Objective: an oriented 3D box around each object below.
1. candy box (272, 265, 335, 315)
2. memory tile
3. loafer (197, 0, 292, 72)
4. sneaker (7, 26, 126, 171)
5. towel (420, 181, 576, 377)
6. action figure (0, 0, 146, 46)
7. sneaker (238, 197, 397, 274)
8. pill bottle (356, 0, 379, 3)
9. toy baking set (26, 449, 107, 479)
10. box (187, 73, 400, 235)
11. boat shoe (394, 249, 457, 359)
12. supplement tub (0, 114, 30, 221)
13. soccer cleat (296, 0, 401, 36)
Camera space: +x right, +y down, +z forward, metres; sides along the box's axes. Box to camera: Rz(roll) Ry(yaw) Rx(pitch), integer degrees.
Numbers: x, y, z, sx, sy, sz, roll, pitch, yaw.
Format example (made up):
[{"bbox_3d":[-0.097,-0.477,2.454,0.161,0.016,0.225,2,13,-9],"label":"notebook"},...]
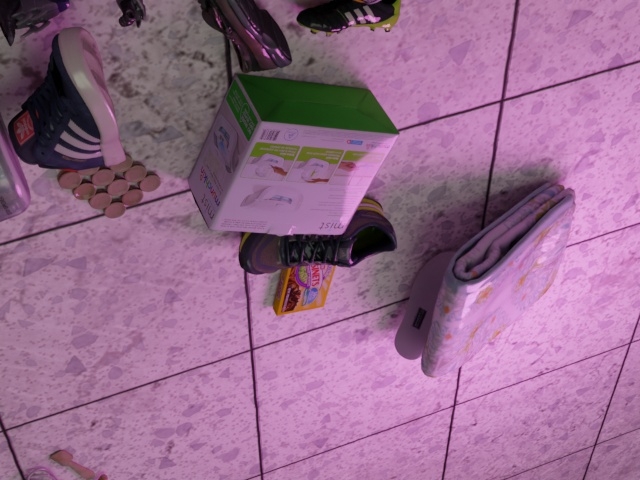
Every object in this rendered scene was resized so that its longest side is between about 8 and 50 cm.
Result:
[{"bbox_3d":[-0.023,0.059,2.160,0.105,0.027,0.205,-11,139,-25],"label":"candy box"},{"bbox_3d":[-0.333,-0.094,1.805,0.113,0.012,0.148,-37,142,11],"label":"memory tile"},{"bbox_3d":[-0.125,-0.308,1.614,0.084,0.096,0.267,-22,153,14],"label":"loafer"},{"bbox_3d":[-0.353,-0.170,1.541,0.148,0.131,0.350,-14,164,-8],"label":"sneaker"},{"bbox_3d":[0.357,0.082,2.273,0.374,0.090,0.320,-35,148,-31],"label":"towel"},{"bbox_3d":[-0.285,-0.350,1.475,0.285,0.099,0.185,-20,137,-16],"label":"action figure"},{"bbox_3d":[0.000,0.000,2.010,0.300,0.121,0.111,-16,117,-20],"label":"sneaker"},{"bbox_3d":[0.015,-0.401,1.593,0.184,0.103,0.103,9,129,-38],"label":"pill bottle"},{"bbox_3d":[-0.544,0.528,2.374,0.197,0.030,0.256,14,126,-41],"label":"toy baking set"},{"bbox_3d":[-0.045,-0.130,1.848,0.262,0.126,0.231,1,135,-33],"label":"box"},{"bbox_3d":[0.239,0.128,2.354,0.088,0.096,0.267,-27,141,-56],"label":"boat shoe"},{"bbox_3d":[-0.569,-0.076,1.533,0.316,0.193,0.193,-22,142,-9],"label":"supplement tub"},{"bbox_3d":[0.044,-0.349,1.714,0.179,0.060,0.072,-11,130,-31],"label":"soccer cleat"}]
